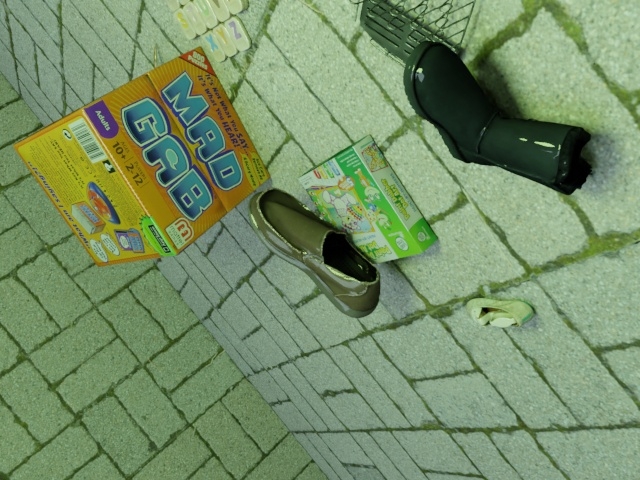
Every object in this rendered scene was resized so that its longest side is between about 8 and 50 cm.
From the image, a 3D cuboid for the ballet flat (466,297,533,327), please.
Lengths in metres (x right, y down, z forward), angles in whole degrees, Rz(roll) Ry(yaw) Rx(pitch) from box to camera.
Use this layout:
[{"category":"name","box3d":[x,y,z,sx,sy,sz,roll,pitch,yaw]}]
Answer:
[{"category":"ballet flat","box3d":[0.325,0.139,1.154,0.057,0.052,0.168,56,153,-10]}]

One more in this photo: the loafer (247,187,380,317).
[{"category":"loafer","box3d":[0.000,0.000,1.309,0.366,0.134,0.130,40,141,10]}]

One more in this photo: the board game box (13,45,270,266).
[{"category":"board game box","box3d":[-0.420,-0.190,1.469,0.356,0.356,0.356,-8,119,42]}]

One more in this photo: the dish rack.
[{"category":"dish rack","box3d":[0.123,-0.350,0.842,0.208,0.074,0.271,41,151,20]}]

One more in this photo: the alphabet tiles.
[{"category":"alphabet tiles","box3d":[-0.252,-0.512,1.269,0.284,0.021,0.278,4,127,55]}]

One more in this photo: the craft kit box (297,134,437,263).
[{"category":"craft kit box","box3d":[0.089,-0.069,1.260,0.246,0.061,0.250,53,153,-9]}]

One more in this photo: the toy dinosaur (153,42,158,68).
[{"category":"toy dinosaur","box3d":[-0.434,-0.407,1.627,0.112,0.064,0.211,50,152,6]}]

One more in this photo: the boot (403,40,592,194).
[{"category":"boot","box3d":[0.244,-0.162,0.812,0.207,0.094,0.246,25,168,42]}]
